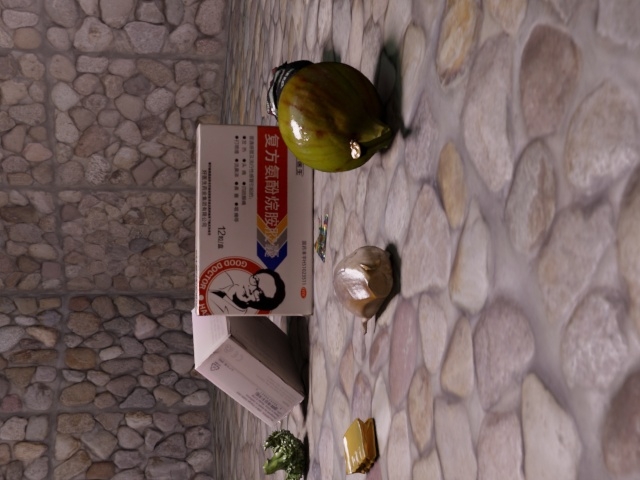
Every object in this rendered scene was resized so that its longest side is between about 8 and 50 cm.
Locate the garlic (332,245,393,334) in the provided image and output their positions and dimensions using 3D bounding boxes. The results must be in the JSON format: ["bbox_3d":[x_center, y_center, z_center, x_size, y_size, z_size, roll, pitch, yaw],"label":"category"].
[{"bbox_3d":[0.050,0.059,1.093,0.152,0.066,0.084,117,149,-60],"label":"garlic"}]

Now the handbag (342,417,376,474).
[{"bbox_3d":[0.055,0.284,1.158,0.083,0.027,0.061,112,156,-57],"label":"handbag"}]

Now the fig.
[{"bbox_3d":[0.031,-0.160,1.085,0.186,0.148,0.142,9,84,39],"label":"fig"}]

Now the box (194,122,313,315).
[{"bbox_3d":[-0.123,-0.037,1.559,0.069,0.214,0.353,178,92,-79],"label":"box"}]

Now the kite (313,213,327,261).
[{"bbox_3d":[0.000,0.000,1.480,0.122,0.004,0.090,118,149,-65],"label":"kite"}]

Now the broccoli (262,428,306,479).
[{"bbox_3d":[-0.069,0.411,1.590,0.095,0.092,0.097,57,166,22],"label":"broccoli"}]

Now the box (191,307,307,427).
[{"bbox_3d":[-0.146,0.218,1.659,0.106,0.203,0.251,-45,22,10],"label":"box"}]

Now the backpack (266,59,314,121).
[{"bbox_3d":[-0.036,-0.247,1.417,0.165,0.106,0.119,-147,63,-80],"label":"backpack"}]
